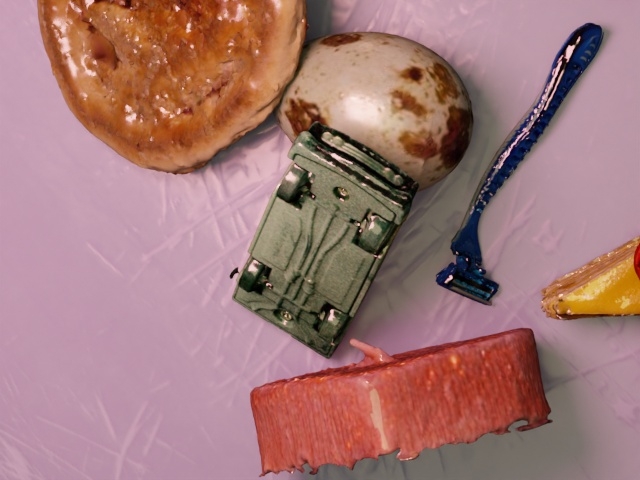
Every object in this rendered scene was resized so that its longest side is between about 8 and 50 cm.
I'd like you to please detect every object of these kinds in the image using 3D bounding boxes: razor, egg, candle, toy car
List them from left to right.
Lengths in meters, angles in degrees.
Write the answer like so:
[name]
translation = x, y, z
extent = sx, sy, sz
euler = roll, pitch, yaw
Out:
[toy car]
translation = 0.000, 0.000, 1.553
extent = 0.141, 0.320, 0.097
euler = 32, 54, 5
[egg]
translation = 0.049, -0.138, 1.576
extent = 0.231, 0.169, 0.169
euler = 24, 97, 21
[candle]
translation = 0.067, 0.161, 1.541
extent = 0.317, 0.287, 0.131
euler = -14, 87, 12
[razor]
translation = 0.212, -0.091, 1.615
extent = 0.056, 0.093, 0.324
euler = 29, 95, 41

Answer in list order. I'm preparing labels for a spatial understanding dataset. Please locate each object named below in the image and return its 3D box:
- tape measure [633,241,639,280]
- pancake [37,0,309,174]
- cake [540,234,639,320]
[tape measure]
translation = 0.443, 0.092, 1.515
extent = 0.260, 0.114, 0.253
euler = -11, 97, 3
[pancake]
translation = -0.176, -0.236, 1.586
extent = 0.356, 0.065, 0.356
euler = 15, 117, 32
[cake]
translation = 0.337, 0.058, 1.604
extent = 0.185, 0.080, 0.116
euler = -36, 101, 0
